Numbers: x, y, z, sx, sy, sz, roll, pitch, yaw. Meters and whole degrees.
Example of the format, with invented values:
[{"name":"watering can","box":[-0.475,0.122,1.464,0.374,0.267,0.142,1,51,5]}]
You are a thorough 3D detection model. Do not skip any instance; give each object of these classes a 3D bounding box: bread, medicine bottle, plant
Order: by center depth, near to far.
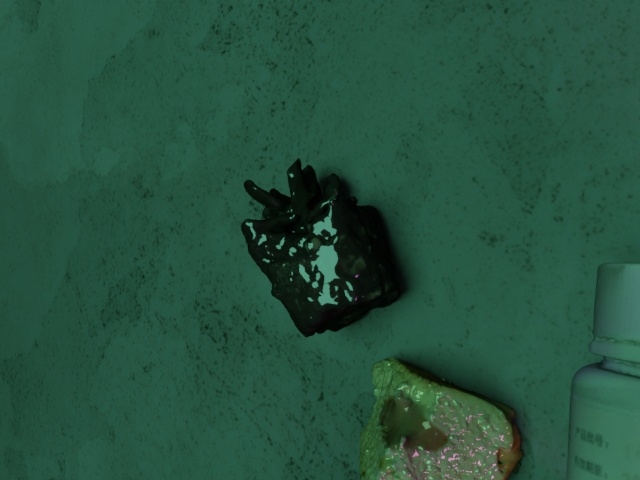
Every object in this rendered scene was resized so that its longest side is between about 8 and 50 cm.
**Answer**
[{"name":"medicine bottle","box":[0.397,0.179,0.786,0.241,0.241,0.301,2,87,37]},{"name":"bread","box":[0.173,0.289,1.052,0.211,0.224,0.183,16,90,-5]},{"name":"plant","box":[0.000,0.000,1.144,0.188,0.199,0.276,-36,69,23]}]
